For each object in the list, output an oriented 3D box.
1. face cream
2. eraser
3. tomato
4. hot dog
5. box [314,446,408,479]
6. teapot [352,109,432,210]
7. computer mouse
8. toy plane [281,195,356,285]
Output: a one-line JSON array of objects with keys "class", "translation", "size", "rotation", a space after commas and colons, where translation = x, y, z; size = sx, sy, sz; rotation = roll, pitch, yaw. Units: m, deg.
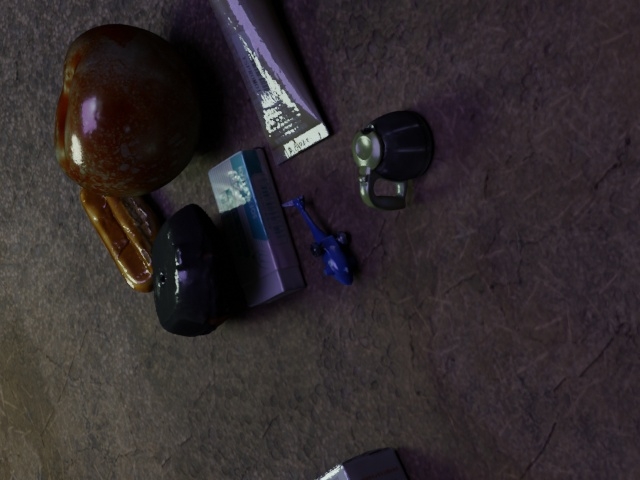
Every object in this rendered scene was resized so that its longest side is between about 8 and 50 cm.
[{"class": "face cream", "translation": [-0.092, -0.287, 1.878], "size": [0.137, 0.084, 0.341], "rotation": [-25, 87, 50]}, {"class": "eraser", "translation": [-0.098, -0.020, 1.945], "size": [0.095, 0.052, 0.225], "rotation": [-27, 78, 46]}, {"class": "tomato", "translation": [-0.294, -0.199, 2.005], "size": [0.270, 0.222, 0.270], "rotation": [-171, 90, -69]}, {"class": "hot dog", "translation": [-0.331, -0.033, 2.187], "size": [0.269, 0.072, 0.115], "rotation": [58, 135, 25]}, {"class": "box", "translation": [0.074, 0.470, 1.809], "size": [0.200, 0.106, 0.299], "rotation": [-43, 67, 44]}, {"class": "teapot", "translation": [0.091, -0.107, 1.689], "size": [0.092, 0.090, 0.124], "rotation": [-29, 75, 48]}, {"class": "computer mouse", "translation": [-0.190, 0.050, 1.972], "size": [0.323, 0.116, 0.183], "rotation": [142, 117, -73]}, {"class": "toy plane", "translation": [0.000, 0.000, 1.847], "size": [0.167, 0.054, 0.062], "rotation": [58, 159, 23]}]
